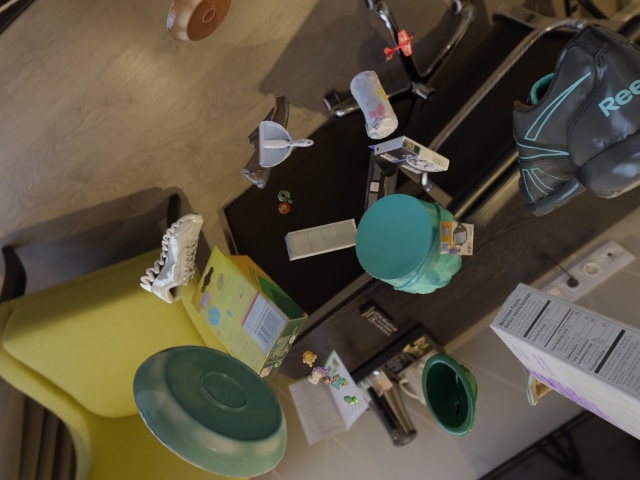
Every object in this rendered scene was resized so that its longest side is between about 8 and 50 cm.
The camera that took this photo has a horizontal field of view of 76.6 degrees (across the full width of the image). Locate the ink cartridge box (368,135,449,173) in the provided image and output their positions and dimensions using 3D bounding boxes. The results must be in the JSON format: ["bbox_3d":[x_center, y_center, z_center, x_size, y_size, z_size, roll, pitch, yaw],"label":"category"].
[{"bbox_3d":[0.298,-0.287,1.408,0.206,0.208,0.045,18,85,-26],"label":"ink cartridge box"}]

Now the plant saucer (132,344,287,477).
[{"bbox_3d":[-0.190,0.297,0.770,0.317,0.317,0.044,28,99,-41],"label":"plant saucer"}]

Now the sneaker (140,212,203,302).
[{"bbox_3d":[-0.392,0.052,1.140,0.292,0.118,0.110,-56,165,22],"label":"sneaker"}]

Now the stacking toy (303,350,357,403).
[{"bbox_3d":[0.036,0.511,1.517,0.221,0.167,0.052,35,92,-12],"label":"stacking toy"}]

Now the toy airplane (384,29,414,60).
[{"bbox_3d":[0.318,-0.784,1.638,0.151,0.028,0.151,-26,155,-13],"label":"toy airplane"}]

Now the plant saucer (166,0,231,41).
[{"bbox_3d":[-0.273,-0.540,0.952,0.036,0.198,0.198,44,104,-4],"label":"plant saucer"}]

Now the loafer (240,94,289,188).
[{"bbox_3d":[-0.215,-0.388,1.552,0.130,0.134,0.366,19,96,-7],"label":"loafer"}]

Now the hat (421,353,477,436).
[{"bbox_3d":[0.364,0.347,0.973,0.183,0.208,0.173,2,128,-23],"label":"hat"}]

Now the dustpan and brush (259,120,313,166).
[{"bbox_3d":[-0.114,-0.310,1.295,0.211,0.060,0.147,3,100,19],"label":"dustpan and brush"}]

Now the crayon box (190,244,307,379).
[{"bbox_3d":[-0.198,0.177,1.054,0.081,0.318,0.202,3,121,-53],"label":"crayon box"}]

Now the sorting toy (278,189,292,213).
[{"bbox_3d":[-0.152,-0.167,1.727,0.061,0.042,0.102,-4,91,1],"label":"sorting toy"}]

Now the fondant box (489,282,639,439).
[{"bbox_3d":[0.449,0.209,0.582,0.238,0.330,0.096,42,83,-33],"label":"fondant box"}]

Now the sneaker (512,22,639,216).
[{"bbox_3d":[0.225,-0.093,0.358,0.101,0.106,0.267,-35,171,9],"label":"sneaker"}]

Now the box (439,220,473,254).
[{"bbox_3d":[0.349,-0.004,1.023,0.136,0.028,0.081,3,89,-40],"label":"box"}]

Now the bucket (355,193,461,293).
[{"bbox_3d":[0.247,0.008,1.146,0.183,0.281,0.281,16,119,-47],"label":"bucket"}]

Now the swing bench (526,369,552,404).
[{"bbox_3d":[0.626,0.273,0.885,0.253,0.254,0.165,-4,92,-41],"label":"swing bench"}]

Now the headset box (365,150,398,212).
[{"bbox_3d":[0.251,-0.252,1.700,0.110,0.293,0.218,7,109,4],"label":"headset box"}]

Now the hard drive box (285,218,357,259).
[{"bbox_3d":[0.000,0.000,1.430,0.232,0.089,0.181,-12,177,-10],"label":"hard drive box"}]

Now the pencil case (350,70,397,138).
[{"bbox_3d":[0.209,-0.537,1.604,0.113,0.273,0.124,3,152,-40],"label":"pencil case"}]
